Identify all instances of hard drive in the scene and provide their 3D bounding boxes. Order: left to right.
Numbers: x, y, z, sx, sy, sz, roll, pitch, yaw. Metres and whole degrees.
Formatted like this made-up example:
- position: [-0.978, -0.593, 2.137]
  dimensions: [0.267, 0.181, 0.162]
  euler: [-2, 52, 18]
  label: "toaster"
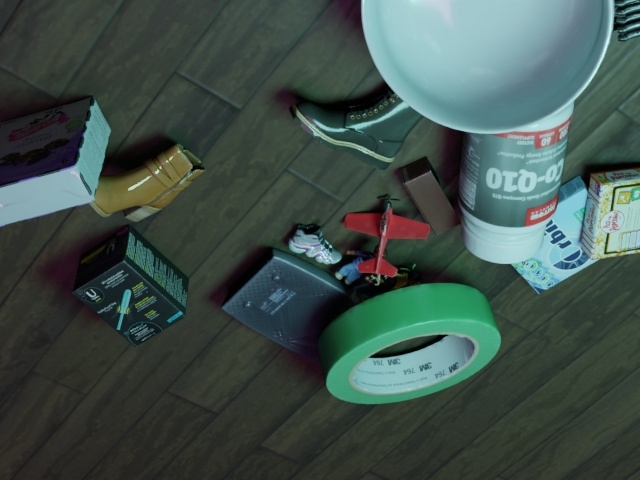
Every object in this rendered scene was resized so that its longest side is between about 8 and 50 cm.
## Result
- position: [-0.032, 0.119, 1.912]
  dimensions: [0.254, 0.054, 0.172]
  euler: [31, 122, -26]
  label: "hard drive"

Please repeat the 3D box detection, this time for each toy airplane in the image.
- position: [0.102, -0.001, 1.782]
  dimensions: [0.151, 0.151, 0.028]
  euler: [-23, 170, 16]
  label: "toy airplane"

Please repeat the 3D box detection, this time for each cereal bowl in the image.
- position: [0.233, -0.327, 1.470]
  dimensions: [0.338, 0.141, 0.339]
  euler: [7, 116, 14]
  label: "cereal bowl"

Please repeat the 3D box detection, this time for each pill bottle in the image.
- position: [0.299, -0.112, 1.669]
  dimensions: [0.161, 0.161, 0.283]
  euler: [-2, 130, -1]
  label: "pill bottle"

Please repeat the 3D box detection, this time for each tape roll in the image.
- position: [0.157, 0.189, 1.896]
  dimensions: [0.321, 0.077, 0.321]
  euler: [-10, 149, -6]
  label: "tape roll"

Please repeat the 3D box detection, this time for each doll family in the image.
- position: [0.118, 0.071, 1.860]
  dimensions: [0.193, 0.076, 0.111]
  euler: [20, 147, -32]
  label: "doll family"

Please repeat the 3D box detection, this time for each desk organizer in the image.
- position: [0.184, -0.073, 1.770]
  dimensions: [0.050, 0.047, 0.130]
  euler: [-25, 127, 14]
  label: "desk organizer"

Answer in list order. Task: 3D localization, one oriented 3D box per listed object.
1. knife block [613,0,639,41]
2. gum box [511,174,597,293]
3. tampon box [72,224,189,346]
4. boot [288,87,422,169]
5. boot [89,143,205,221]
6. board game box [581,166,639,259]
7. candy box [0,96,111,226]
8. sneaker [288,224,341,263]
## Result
- position: [0.499, -0.384, 1.519]
  dimensions: [0.275, 0.242, 0.088]
  euler: [-43, 136, -27]
  label: "knife block"
- position: [0.412, -0.007, 1.840]
  dimensions: [0.184, 0.041, 0.157]
  euler: [-32, 125, 22]
  label: "gum box"
- position: [-0.324, 0.078, 1.832]
  dimensions: [0.120, 0.101, 0.161]
  euler: [-30, 124, 20]
  label: "tampon box"
- position: [0.063, -0.205, 1.647]
  dimensions: [0.197, 0.077, 0.137]
  euler: [19, 122, -34]
  label: "boot"
- position: [-0.281, -0.101, 1.670]
  dimensions: [0.152, 0.073, 0.197]
  euler: [-34, 164, 14]
  label: "boot"
- position: [0.539, -0.051, 1.772]
  dimensions: [0.193, 0.045, 0.147]
  euler: [-7, 122, -12]
  label: "board game box"
- position: [-0.415, -0.120, 1.601]
  dimensions: [0.164, 0.196, 0.070]
  euler: [-15, 127, 9]
  label: "candy box"
- position: [0.000, 0.000, 1.825]
  dimensions: [0.098, 0.038, 0.069]
  euler: [16, 128, -16]
  label: "sneaker"
